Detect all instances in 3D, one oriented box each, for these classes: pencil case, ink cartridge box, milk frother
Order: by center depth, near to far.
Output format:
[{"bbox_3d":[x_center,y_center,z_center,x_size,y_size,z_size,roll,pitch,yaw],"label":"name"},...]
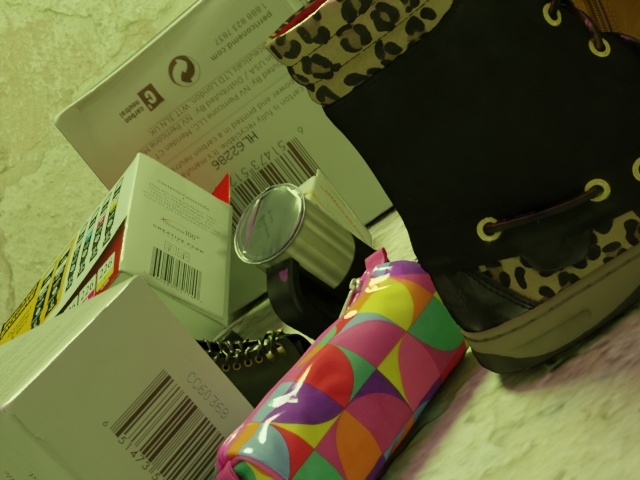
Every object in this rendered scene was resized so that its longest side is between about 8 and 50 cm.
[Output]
[{"bbox_3d":[0.017,0.111,0.921,0.104,0.104,0.236,-27,18,47],"label":"pencil case"},{"bbox_3d":[0.023,0.012,1.181,0.143,0.135,0.129,-38,42,17],"label":"milk frother"},{"bbox_3d":[0.000,0.000,1.376,0.062,0.104,0.181,-36,11,14],"label":"ink cartridge box"},{"bbox_3d":[-0.233,0.071,1.436,0.309,0.130,0.271,-47,25,28],"label":"ink cartridge box"}]

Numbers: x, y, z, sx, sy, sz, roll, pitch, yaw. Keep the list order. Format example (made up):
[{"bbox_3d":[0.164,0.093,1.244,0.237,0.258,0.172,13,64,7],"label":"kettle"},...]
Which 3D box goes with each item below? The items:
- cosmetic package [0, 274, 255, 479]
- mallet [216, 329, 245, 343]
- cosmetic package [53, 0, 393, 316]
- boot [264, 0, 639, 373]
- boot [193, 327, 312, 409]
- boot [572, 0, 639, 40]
[{"bbox_3d":[-0.214,0.193,1.038,0.385,0.217,0.156,-28,16,48],"label":"cosmetic package"},{"bbox_3d":[-0.123,0.141,1.324,0.190,0.062,0.039,-27,16,47],"label":"mallet"},{"bbox_3d":[-0.068,-0.170,1.683,0.329,0.327,0.393,-35,11,19],"label":"cosmetic package"},{"bbox_3d":[0.177,-0.127,0.861,0.377,0.284,0.138,-39,12,5],"label":"boot"},{"bbox_3d":[-0.088,0.091,1.092,0.137,0.198,0.076,-31,40,21],"label":"boot"},{"bbox_3d":[0.188,-0.154,1.114,0.295,0.211,0.104,-35,12,21],"label":"boot"}]
